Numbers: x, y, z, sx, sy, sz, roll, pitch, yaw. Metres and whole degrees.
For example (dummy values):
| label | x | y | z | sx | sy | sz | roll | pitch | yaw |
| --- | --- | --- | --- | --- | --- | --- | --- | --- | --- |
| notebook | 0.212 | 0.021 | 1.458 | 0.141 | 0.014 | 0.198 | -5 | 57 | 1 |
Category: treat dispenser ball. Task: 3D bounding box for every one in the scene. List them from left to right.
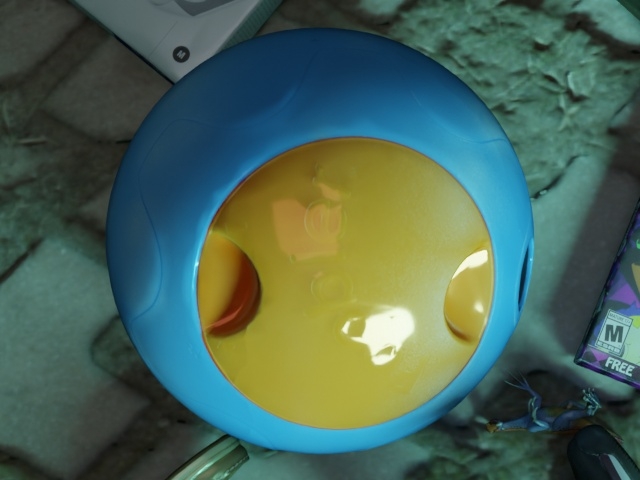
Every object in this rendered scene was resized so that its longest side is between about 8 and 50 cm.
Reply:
| label | x | y | z | sx | sy | sz | roll | pitch | yaw |
| --- | --- | --- | --- | --- | --- | --- | --- | --- | --- |
| treat dispenser ball | 0.000 | 0.000 | 0.808 | 0.288 | 0.288 | 0.288 | -1 | 81 | 6 |

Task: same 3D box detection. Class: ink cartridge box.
| label | x | y | z | sx | sy | sz | roll | pitch | yaw |
| --- | --- | --- | --- | --- | --- | --- | --- | --- | --- |
| ink cartridge box | -0.117 | -0.267 | 0.984 | 0.223 | 0.045 | 0.224 | 38 | 87 | 11 |

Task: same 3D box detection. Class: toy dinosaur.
| label | x | y | z | sx | sy | sz | roll | pitch | yaw |
| --- | --- | --- | --- | --- | --- | --- | --- | --- | --- |
| toy dinosaur | 0.170 | 0.139 | 0.895 | 0.082 | 0.047 | 0.090 | -33 | 90 | 19 |

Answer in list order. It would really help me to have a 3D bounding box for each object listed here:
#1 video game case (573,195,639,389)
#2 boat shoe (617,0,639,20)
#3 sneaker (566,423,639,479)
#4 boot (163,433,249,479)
| label | x | y | z | sx | sy | sz | roll | pitch | yaw |
| --- | --- | --- | --- | --- | --- | --- | --- | --- | --- |
| video game case | 0.338 | 0.040 | 0.888 | 0.232 | 0.042 | 0.210 | 23 | 83 | 9 |
| boat shoe | 0.279 | -0.231 | 0.912 | 0.104 | 0.111 | 0.307 | -27 | 80 | -12 |
| sneaker | 0.199 | 0.285 | 0.837 | 0.162 | 0.106 | 0.281 | -25 | 80 | 5 |
| boot | -0.085 | 0.268 | 0.885 | 0.165 | 0.077 | 0.213 | 40 | 93 | 11 |
